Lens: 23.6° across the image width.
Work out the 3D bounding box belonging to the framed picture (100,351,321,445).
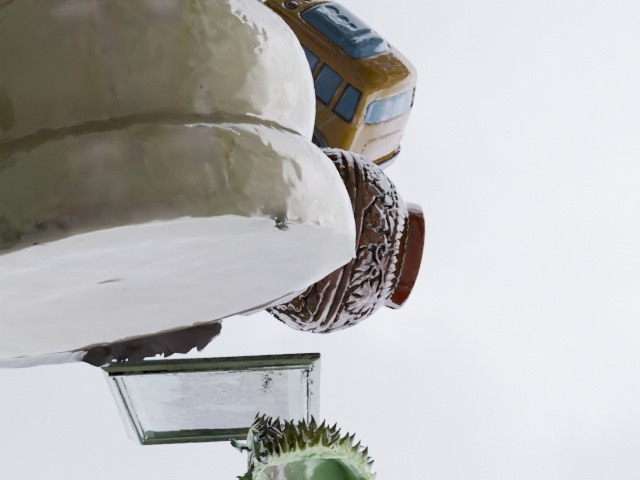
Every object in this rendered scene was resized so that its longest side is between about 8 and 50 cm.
[{"bbox_3d":[-0.105,0.167,1.558,0.217,0.274,0.017,-3,-112,0],"label":"framed picture"}]

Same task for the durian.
[{"bbox_3d":[-0.014,0.173,1.043,0.086,0.215,0.100,4,-137,22],"label":"durian"}]

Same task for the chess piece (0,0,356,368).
[{"bbox_3d":[-0.084,-0.101,0.447,0.142,0.142,0.261,-21,-106,27],"label":"chess piece"}]

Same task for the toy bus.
[{"bbox_3d":[0.001,-0.171,1.573,0.209,0.126,0.136,42,-50,22],"label":"toy bus"}]

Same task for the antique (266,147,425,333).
[{"bbox_3d":[0.000,0.000,0.805,0.104,0.104,0.104,-9,-107,30],"label":"antique"}]
